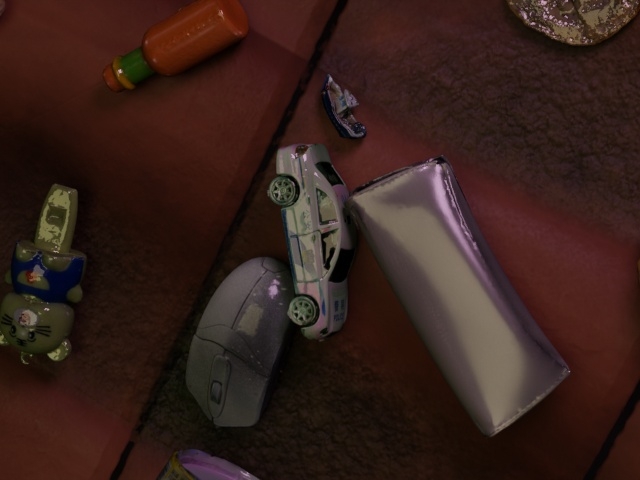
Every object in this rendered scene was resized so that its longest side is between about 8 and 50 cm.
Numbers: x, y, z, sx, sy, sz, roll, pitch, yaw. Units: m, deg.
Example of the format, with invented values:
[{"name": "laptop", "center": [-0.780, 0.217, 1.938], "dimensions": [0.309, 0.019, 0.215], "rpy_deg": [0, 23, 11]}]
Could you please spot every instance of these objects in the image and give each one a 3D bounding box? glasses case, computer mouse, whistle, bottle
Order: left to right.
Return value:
[{"name": "whistle", "center": [-0.336, 0.044, 1.723], "dimensions": [0.105, 0.085, 0.227], "rpy_deg": [16, 98, 10]}, {"name": "bottle", "center": [-0.176, -0.228, 1.654], "dimensions": [0.187, 0.069, 0.069], "rpy_deg": [-25, 84, 21]}, {"name": "computer mouse", "center": [-0.097, 0.125, 1.637], "dimensions": [0.113, 0.068, 0.229], "rpy_deg": [28, 107, 25]}, {"name": "glasses case", "center": [0.152, 0.055, 1.540], "dimensions": [0.128, 0.083, 0.308], "rpy_deg": [-31, 82, 14]}]

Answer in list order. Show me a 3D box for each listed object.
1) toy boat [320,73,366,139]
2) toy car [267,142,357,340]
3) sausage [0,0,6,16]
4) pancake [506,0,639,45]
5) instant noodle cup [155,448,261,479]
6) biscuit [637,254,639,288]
[{"name": "toy boat", "center": [0.026, -0.151, 1.598], "dimensions": [0.038, 0.038, 0.083], "rpy_deg": [-33, 81, 19]}, {"name": "toy car", "center": [0.000, 0.000, 1.590], "dimensions": [0.076, 0.090, 0.224], "rpy_deg": [-10, 90, 19]}, {"name": "sausage", "center": [-0.507, -0.377, 1.776], "dimensions": [0.301, 0.066, 0.066], "rpy_deg": [42, 106, 12]}, {"name": "pancake", "center": [0.272, -0.284, 1.503], "dimensions": [0.158, 0.028, 0.158], "rpy_deg": [2, 96, 23]}, {"name": "instant noodle cup", "center": [-0.134, 0.340, 1.613], "dimensions": [0.205, 0.205, 0.153], "rpy_deg": [28, 93, 17]}, {"name": "biscuit", "center": [0.540, 0.028, 1.377], "dimensions": [0.446, 0.104, 0.429], "rpy_deg": [16, 99, 19]}]
